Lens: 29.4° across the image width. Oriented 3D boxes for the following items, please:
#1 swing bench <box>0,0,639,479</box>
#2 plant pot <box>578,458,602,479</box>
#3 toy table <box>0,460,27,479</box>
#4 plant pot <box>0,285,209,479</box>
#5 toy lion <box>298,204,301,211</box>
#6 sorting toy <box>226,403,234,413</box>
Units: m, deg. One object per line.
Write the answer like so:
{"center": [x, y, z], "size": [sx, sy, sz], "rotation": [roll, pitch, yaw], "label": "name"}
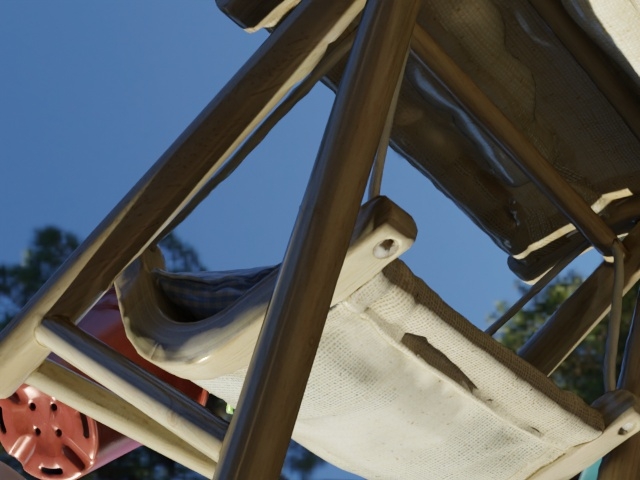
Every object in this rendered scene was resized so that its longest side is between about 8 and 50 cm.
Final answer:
{"center": [0.053, 0.020, 0.492], "size": [0.253, 0.165, 0.255], "rotation": [39, -101, -42], "label": "swing bench"}
{"center": [0.279, 0.215, 0.665], "size": [0.271, 0.255, 0.272], "rotation": [19, -90, -88], "label": "plant pot"}
{"center": [-0.335, 0.346, 1.242], "size": [0.252, 0.161, 0.274], "rotation": [-40, -85, -20], "label": "toy table"}
{"center": [-0.356, 0.236, 1.921], "size": [0.265, 0.272, 0.272], "rotation": [-30, -70, -60], "label": "plant pot"}
{"center": [0.000, 0.000, 1.130], "size": [0.100, 0.034, 0.096], "rotation": [65, -167, -49], "label": "toy lion"}
{"center": [-0.059, 0.089, 0.904], "size": [0.062, 0.012, 0.083], "rotation": [-28, -51, -30], "label": "sorting toy"}
